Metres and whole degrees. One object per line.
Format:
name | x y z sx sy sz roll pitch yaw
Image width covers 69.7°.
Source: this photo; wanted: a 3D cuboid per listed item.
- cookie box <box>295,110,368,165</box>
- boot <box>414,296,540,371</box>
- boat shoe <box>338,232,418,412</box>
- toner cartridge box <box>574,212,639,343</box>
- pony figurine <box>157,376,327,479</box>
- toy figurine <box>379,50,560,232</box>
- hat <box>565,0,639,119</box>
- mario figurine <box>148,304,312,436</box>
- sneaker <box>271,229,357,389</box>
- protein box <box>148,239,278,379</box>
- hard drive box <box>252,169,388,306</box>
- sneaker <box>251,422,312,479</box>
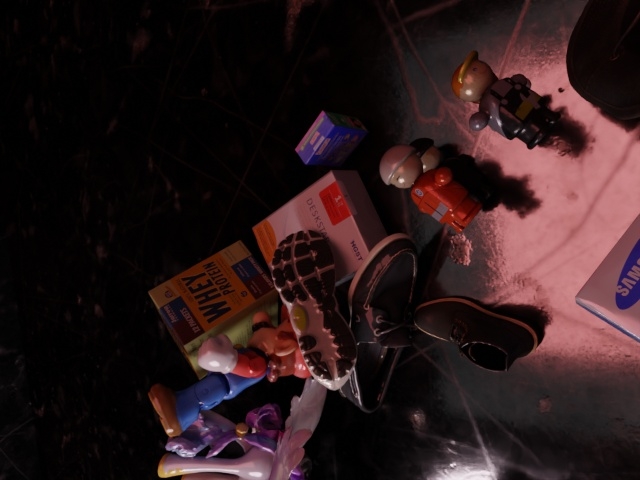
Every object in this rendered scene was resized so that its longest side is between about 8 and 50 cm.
cookie box | 0.021 -0.180 0.829 0.092 0.107 0.040 -49 67 31
boot | 0.212 0.140 0.701 0.198 0.137 0.076 2 97 39
boat shoe | 0.105 0.155 0.776 0.113 0.127 0.339 49 126 47
toner cartridge box | 0.447 -0.029 0.475 0.165 0.075 0.347 38 99 31
pony figurine | -0.109 0.422 0.866 0.364 0.303 0.350 9 108 12
toy figurine | 0.200 -0.136 0.630 0.148 0.213 0.209 40 119 12
hat | 0.414 -0.256 0.459 0.134 0.331 0.331 18 111 -6
mario figurine | -0.149 0.204 0.830 0.198 0.321 0.169 12 123 59
sneaker | -0.015 0.114 0.773 0.118 0.108 0.278 87 171 -61
protein box | -0.206 0.144 0.939 0.136 0.201 0.199 48 155 23
hard drive box | 0.000 0.000 0.880 0.232 0.089 0.180 -32 76 35
sneaker | -0.070 0.473 1.003 0.106 0.078 0.234 -27 82 33
